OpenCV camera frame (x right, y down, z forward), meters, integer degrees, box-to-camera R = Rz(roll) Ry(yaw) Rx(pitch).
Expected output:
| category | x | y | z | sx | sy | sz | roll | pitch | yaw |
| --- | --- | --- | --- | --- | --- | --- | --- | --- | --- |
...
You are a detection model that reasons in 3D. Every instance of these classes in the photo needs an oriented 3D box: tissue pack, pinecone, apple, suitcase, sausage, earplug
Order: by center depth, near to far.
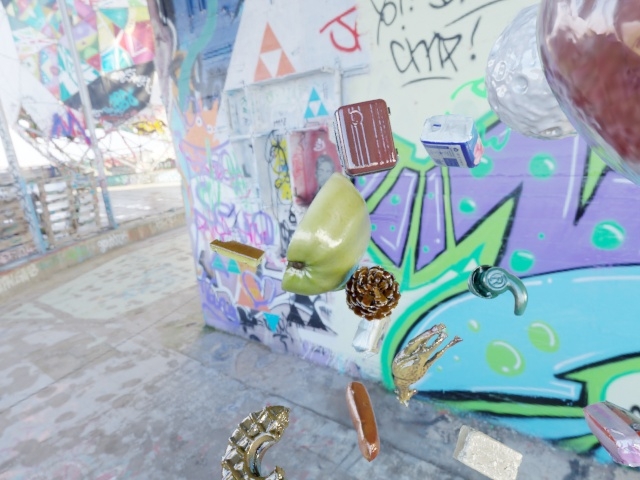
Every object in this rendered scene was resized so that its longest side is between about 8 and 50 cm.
| category | x | y | z | sx | sy | sz | roll | pitch | yaw |
| --- | --- | --- | --- | --- | --- | --- | --- | --- | --- |
| pinecone | 0.147 | 0.142 | 1.137 | 0.174 | 0.173 | 0.173 | -5 | 15 | 1 |
| apple | 0.000 | 0.000 | 1.229 | 0.312 | 0.320 | 0.360 | -18 | 24 | 32 |
| sausage | 0.167 | 0.691 | 1.588 | 0.094 | 0.097 | 0.348 | -3 | 27 | -9 |
| suitcase | 0.183 | -0.418 | 1.683 | 0.237 | 0.296 | 0.161 | -11 | 2 | -1 |
| tissue pack | 0.558 | -0.414 | 1.718 | 0.209 | 0.137 | 0.270 | 8 | -9 | 32 |
| earplug | 0.829 | 0.222 | 1.931 | 0.257 | 0.163 | 0.280 | 35 | -11 | -3 |

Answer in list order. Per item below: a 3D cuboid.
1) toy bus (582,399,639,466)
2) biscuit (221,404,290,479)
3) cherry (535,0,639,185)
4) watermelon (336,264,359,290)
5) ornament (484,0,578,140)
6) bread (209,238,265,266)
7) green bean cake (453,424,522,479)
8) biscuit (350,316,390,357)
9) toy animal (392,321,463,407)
| category | x | y | z | sx | sy | sz | roll | pitch | yaw |
| --- | --- | --- | --- | --- | --- | --- | --- | --- | --- |
| toy bus | 1.133 | 0.728 | 1.536 | 0.147 | 0.127 | 0.303 | -17 | 0 | 12 |
| biscuit | -0.207 | 0.761 | 1.386 | 0.268 | 0.115 | 0.366 | -22 | 40 | 11 |
| cherry | 0.376 | -0.188 | 0.367 | 0.327 | 0.291 | 0.335 | -10 | 48 | -40 |
| watermelon | 0.052 | 0.110 | 1.817 | 0.243 | 0.242 | 0.242 | -5 | 15 | 1 |
| ornament | 0.576 | -0.410 | 1.003 | 0.337 | 0.336 | 0.337 | -5 | 15 | 1 |
| bread | -0.357 | 0.045 | 1.741 | 0.226 | 0.049 | 0.088 | 19 | 33 | 11 |
| green bean cake | 0.514 | 0.664 | 1.255 | 0.179 | 0.109 | 0.085 | 28 | -15 | 3 |
| biscuit | 0.176 | 0.301 | 1.367 | 0.079 | 0.186 | 0.309 | 22 | -12 | 21 |
| toy animal | 0.195 | 0.267 | 0.838 | 0.149 | 0.275 | 0.054 | -7 | 41 | -36 |
